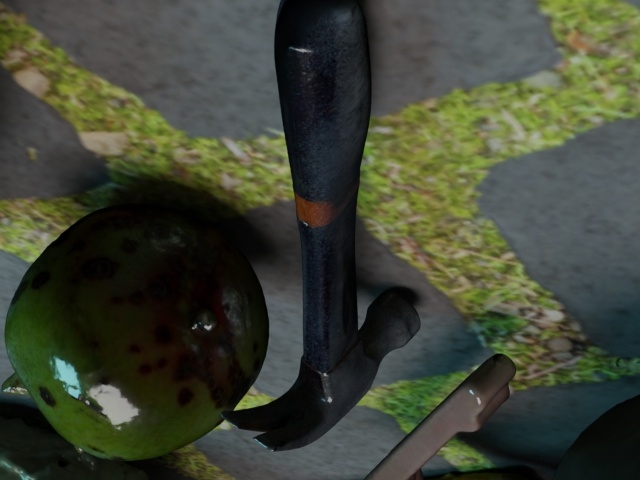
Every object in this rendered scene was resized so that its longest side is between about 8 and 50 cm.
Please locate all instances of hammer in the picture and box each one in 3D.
[{"bbox_3d":[0.000,0.000,0.604,0.037,0.137,0.290,30,147,25],"label":"hammer"}]

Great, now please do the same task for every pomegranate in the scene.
[{"bbox_3d":[-0.103,0.056,0.697,0.148,0.149,0.169,16,161,-8],"label":"pomegranate"}]

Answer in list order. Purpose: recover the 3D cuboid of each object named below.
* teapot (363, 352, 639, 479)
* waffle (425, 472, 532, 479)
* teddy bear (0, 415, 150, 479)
[{"bbox_3d":[0.194,0.239,0.748,0.376,0.305,0.362,43,146,11],"label":"teapot"},{"bbox_3d":[0.085,0.254,1.033,0.274,0.057,0.168,-15,140,38],"label":"waffle"},{"bbox_3d":[-0.257,0.289,1.073,0.357,0.225,0.367,26,152,4],"label":"teddy bear"}]
